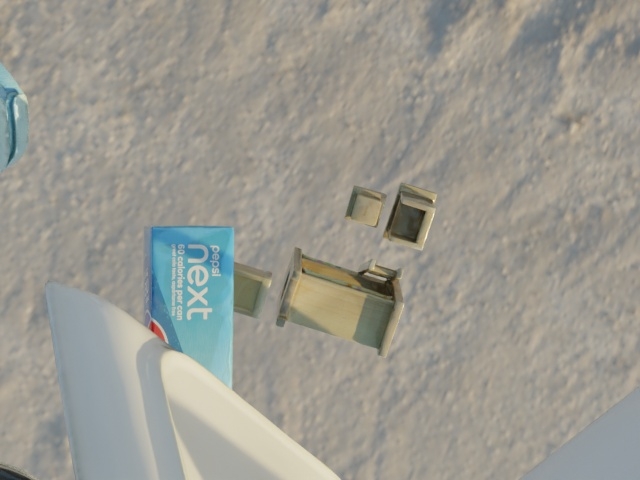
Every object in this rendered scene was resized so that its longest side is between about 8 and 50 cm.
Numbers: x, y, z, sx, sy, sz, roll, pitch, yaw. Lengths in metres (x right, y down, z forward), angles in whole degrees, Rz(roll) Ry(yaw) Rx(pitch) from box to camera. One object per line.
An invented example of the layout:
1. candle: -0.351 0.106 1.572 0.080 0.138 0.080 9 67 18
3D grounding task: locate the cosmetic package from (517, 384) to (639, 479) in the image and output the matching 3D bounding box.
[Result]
1. cosmetic package: 0.190 0.107 0.416 0.365 0.197 0.155 -40 128 9

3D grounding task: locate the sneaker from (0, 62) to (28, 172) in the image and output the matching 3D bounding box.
1. sneaker: -0.317 -0.040 1.335 0.127 0.208 0.319 -11 88 32

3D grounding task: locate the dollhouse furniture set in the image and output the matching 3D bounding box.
1. dollhouse furniture set: 0.000 0.000 1.507 0.182 0.101 0.161 18 103 -5

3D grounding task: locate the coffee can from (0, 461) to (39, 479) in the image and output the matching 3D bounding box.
1. coffee can: -0.259 0.258 1.117 0.201 0.201 0.275 36 167 -5

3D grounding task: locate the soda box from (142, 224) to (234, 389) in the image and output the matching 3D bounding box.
1. soda box: -0.113 0.092 1.319 0.071 0.067 0.210 0 90 -12

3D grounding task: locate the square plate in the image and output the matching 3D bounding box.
1. square plate: -0.022 0.213 0.944 0.049 0.347 0.344 -34 133 13
